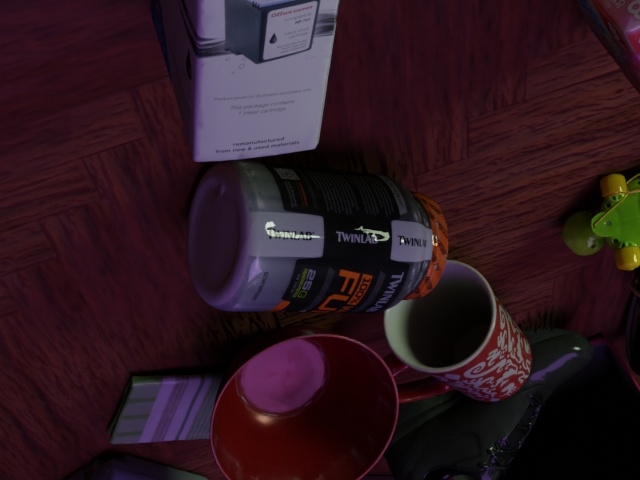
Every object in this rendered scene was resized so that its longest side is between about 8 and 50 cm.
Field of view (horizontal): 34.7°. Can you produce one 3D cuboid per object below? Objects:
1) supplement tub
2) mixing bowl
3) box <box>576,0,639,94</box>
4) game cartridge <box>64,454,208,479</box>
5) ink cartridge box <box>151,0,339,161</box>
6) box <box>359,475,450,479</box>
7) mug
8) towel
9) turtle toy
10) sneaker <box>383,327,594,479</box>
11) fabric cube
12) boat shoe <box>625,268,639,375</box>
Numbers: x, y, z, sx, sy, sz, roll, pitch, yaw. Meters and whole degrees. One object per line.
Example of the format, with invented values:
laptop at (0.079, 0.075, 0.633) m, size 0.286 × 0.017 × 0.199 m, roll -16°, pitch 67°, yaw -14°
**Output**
supplement tub at (0.000, 0.000, 0.814) m, size 0.191 × 0.117 × 0.117 m, roll 3°, pitch 137°, yaw -31°
mixing bowl at (-0.026, 0.152, 0.989) m, size 0.182 × 0.098 × 0.181 m, roll -6°, pitch 111°, yaw -15°
box at (0.315, -0.224, 0.669) m, size 0.300 × 0.142 × 0.154 m, roll -33°, pitch 143°, yaw 14°
game cartridge at (-0.276, 0.351, 1.182) m, size 0.297 × 0.062 × 0.198 m, roll -36°, pitch 138°, yaw 18°
ink cartridge box at (-0.044, -0.160, 0.562) m, size 0.082 × 0.139 × 0.190 m, roll -10°, pitch 142°, yaw -14°
box at (0.039, 0.407, 1.422) m, size 0.322 × 0.058 × 0.232 m, roll 11°, pitch 133°, yaw -36°
mug at (0.132, 0.104, 1.043) m, size 0.150 × 0.113 × 0.169 m, roll -16°, pitch 153°, yaw 22°
towel at (-0.133, 0.167, 1.048) m, size 0.152 × 0.023 × 0.113 m, roll 2°, pitch 136°, yaw -27°
turtle toy at (0.299, -0.017, 0.987) m, size 0.130 × 0.095 × 0.066 m, roll -10°, pitch 170°, yaw 14°
sneaker at (0.200, 0.209, 1.185) m, size 0.286 × 0.130 × 0.109 m, roll -37°, pitch 140°, yaw 18°
fabric cube at (0.329, 0.319, 1.290) m, size 0.254 × 0.259 × 0.258 m, roll -30°, pitch 146°, yaw 9°
boat shoe at (0.391, 0.064, 1.114) m, size 0.097 × 0.116 × 0.324 m, roll -25°, pitch 150°, yaw -2°
